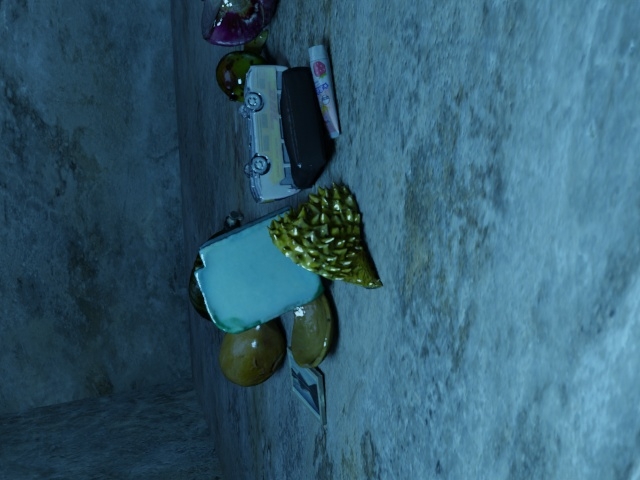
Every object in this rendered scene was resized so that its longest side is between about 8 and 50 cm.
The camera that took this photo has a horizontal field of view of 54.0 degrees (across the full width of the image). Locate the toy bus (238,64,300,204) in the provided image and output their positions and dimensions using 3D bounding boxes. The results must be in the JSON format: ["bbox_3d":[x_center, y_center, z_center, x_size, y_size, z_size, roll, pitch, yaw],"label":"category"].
[{"bbox_3d":[-0.129,-0.268,1.595,0.097,0.137,0.343,165,98,-71],"label":"toy bus"}]

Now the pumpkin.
[{"bbox_3d":[-0.290,0.110,1.978,0.320,0.192,0.321,18,-90,-82],"label":"pumpkin"}]

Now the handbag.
[{"bbox_3d":[-0.054,-0.252,1.446,0.223,0.080,0.247,136,125,-77],"label":"handbag"}]

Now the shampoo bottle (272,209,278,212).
[{"bbox_3d":[-0.143,-0.034,1.819,0.214,0.072,0.072,148,113,-68],"label":"shampoo bottle"}]

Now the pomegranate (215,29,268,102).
[{"bbox_3d":[-0.208,-0.484,1.728,0.156,0.156,0.220,-166,81,-69],"label":"pomegranate"}]

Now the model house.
[{"bbox_3d":[-0.154,0.068,1.553,0.249,0.280,0.230,-148,36,-85],"label":"model house"}]

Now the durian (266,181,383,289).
[{"bbox_3d":[-0.013,-0.006,1.302,0.305,0.195,0.186,-119,36,-50],"label":"durian"}]

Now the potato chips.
[{"bbox_3d":[-0.013,0.208,1.541,0.195,0.061,0.208,-67,31,26],"label":"potato chips"}]

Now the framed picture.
[{"bbox_3d":[-0.040,0.393,1.718,0.203,0.015,0.150,29,128,59],"label":"framed picture"}]

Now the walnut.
[{"bbox_3d":[-0.207,0.333,1.938,0.298,0.203,0.203,110,147,-46],"label":"walnut"}]

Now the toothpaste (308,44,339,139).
[{"bbox_3d":[0.010,-0.316,1.348,0.067,0.042,0.195,-175,73,-70],"label":"toothpaste"}]

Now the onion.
[{"bbox_3d":[-0.215,-0.642,1.664,0.267,0.159,0.349,-64,27,16],"label":"onion"}]

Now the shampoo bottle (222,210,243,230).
[{"bbox_3d":[-0.331,-0.050,2.344,0.208,0.063,0.057,121,148,-62],"label":"shampoo bottle"}]
